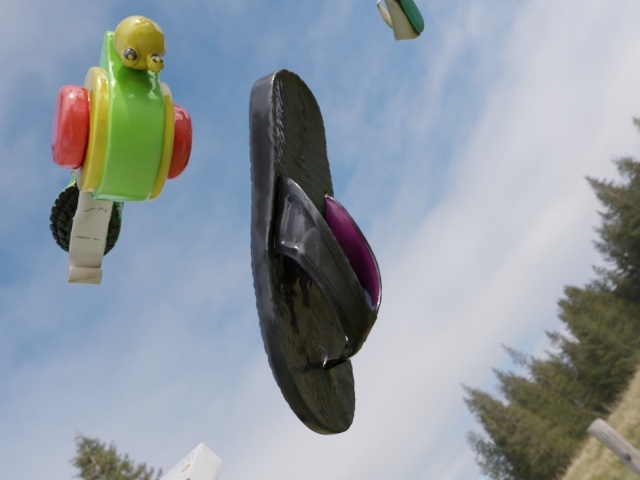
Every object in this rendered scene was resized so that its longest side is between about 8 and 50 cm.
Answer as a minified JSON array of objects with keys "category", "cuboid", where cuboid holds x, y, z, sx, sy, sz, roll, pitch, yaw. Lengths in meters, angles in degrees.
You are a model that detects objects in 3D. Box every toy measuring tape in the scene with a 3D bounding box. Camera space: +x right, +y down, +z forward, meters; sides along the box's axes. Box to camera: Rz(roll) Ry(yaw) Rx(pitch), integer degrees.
[{"category":"toy measuring tape","cuboid":[-0.196,-0.044,0.535,0.121,0.121,0.330,-18,-34,-46]}]

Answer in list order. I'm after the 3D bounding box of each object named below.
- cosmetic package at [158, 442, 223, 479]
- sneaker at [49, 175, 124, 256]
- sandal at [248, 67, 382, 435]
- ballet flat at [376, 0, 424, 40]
[{"category":"cosmetic package","cuboid":[-0.276,0.461,0.985,0.239,0.060,0.099,-43,11,11]},{"category":"sneaker","cuboid":[-0.436,-0.114,1.154,0.146,0.134,0.344,-96,27,-67]},{"category":"sandal","cuboid":[-0.001,-0.002,0.674,0.106,0.446,0.167,-14,-13,28]},{"category":"ballet flat","cuboid":[0.148,-0.543,1.255,0.086,0.086,0.248,-44,-50,-12]}]
